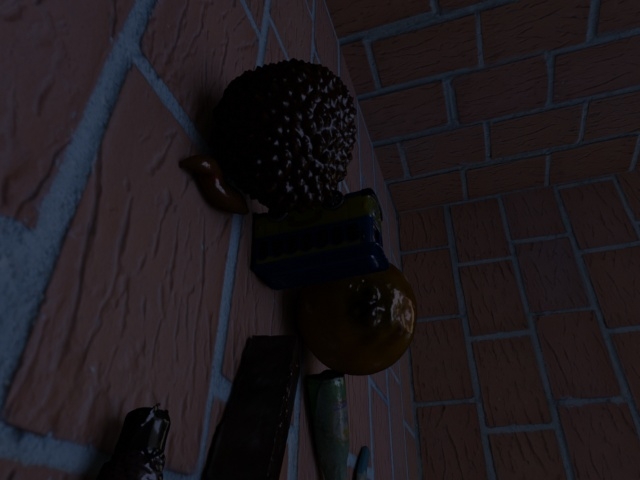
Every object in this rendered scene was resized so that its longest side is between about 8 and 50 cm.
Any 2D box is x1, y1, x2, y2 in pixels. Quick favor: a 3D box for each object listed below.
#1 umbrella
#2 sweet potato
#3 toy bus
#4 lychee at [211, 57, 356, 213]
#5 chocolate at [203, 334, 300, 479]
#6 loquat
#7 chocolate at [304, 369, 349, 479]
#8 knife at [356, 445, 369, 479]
[{"bbox_3d":[-0.218,0.325,0.482,0.094,0.090,0.326,60,25,-44],"label":"umbrella"},{"bbox_3d":[-0.189,-0.095,0.909,0.058,0.055,0.202,56,0,36],"label":"sweet potato"},{"bbox_3d":[0.000,0.000,1.089,0.138,0.287,0.175,56,27,-56],"label":"toy bus"},{"bbox_3d":[-0.064,-0.217,0.989,0.306,0.305,0.331,33,44,-69],"label":"lychee"},{"bbox_3d":[-0.106,0.322,0.875,0.321,0.111,0.112,-79,164,-55],"label":"chocolate"},{"bbox_3d":[0.096,0.189,1.256,0.328,0.328,0.329,-10,90,-74],"label":"loquat"},{"bbox_3d":[0.028,0.491,1.246,0.110,0.110,0.292,6,77,-74],"label":"chocolate"},{"bbox_3d":[0.140,0.754,1.601,0.222,0.031,0.064,-30,106,-77],"label":"knife"}]
